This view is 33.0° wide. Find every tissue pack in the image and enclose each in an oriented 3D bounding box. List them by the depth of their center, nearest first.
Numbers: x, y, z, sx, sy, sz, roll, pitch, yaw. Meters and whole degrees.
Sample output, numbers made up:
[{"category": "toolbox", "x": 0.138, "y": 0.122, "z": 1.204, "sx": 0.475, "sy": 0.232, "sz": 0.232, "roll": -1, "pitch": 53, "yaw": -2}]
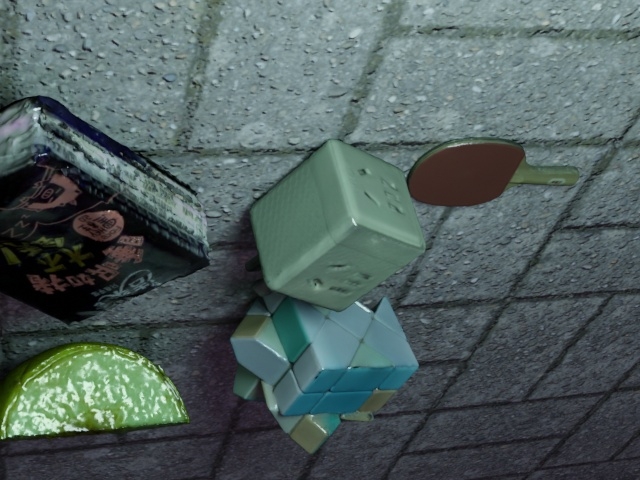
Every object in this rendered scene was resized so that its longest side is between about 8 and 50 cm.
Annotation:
[{"category": "tissue pack", "x": -0.305, "y": -0.025, "z": 1.218, "sx": 0.245, "sy": 0.123, "sz": 0.332, "roll": -22, "pitch": 151, "yaw": 20}]

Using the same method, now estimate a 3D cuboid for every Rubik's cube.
[{"category": "Rubik's cube", "x": -0.014, "y": 0.178, "z": 1.565, "sx": 0.265, "sy": 0.224, "sz": 0.213, "roll": 5, "pitch": 138, "yaw": -36}]

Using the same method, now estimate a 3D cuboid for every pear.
[{"category": "pear", "x": -0.366, "y": 0.236, "z": 1.603, "sx": 0.288, "sy": 0.139, "sz": 0.239, "roll": 0, "pitch": 160, "yaw": -29}]

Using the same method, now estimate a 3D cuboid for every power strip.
[{"category": "power strip", "x": 0.000, "y": 0.000, "z": 1.373, "sx": 0.140, "sy": 0.139, "sz": 0.224, "roll": 18, "pitch": 135, "yaw": -42}]

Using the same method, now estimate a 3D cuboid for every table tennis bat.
[{"category": "table tennis bat", "x": 0.234, "y": -0.090, "z": 1.448, "sx": 0.247, "sy": 0.022, "sz": 0.138, "roll": 1, "pitch": 145, "yaw": -20}]
